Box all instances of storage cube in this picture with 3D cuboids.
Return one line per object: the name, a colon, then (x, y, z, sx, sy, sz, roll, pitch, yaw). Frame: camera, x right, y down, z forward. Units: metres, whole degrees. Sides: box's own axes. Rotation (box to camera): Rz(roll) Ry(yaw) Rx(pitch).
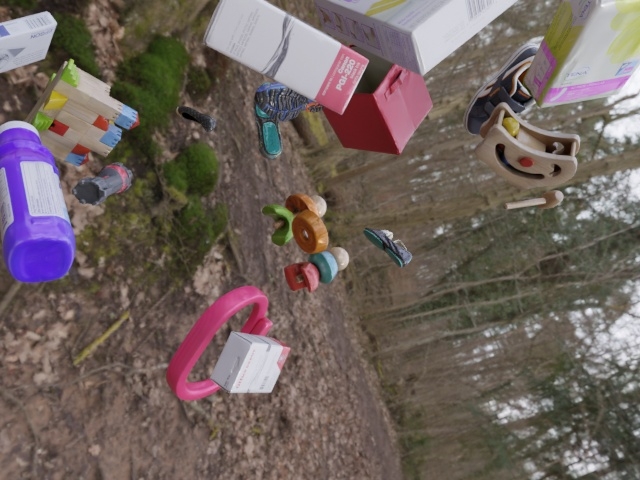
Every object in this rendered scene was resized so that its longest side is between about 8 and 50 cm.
storage cube: (0.132, -0.350, 1.323, 0.215, 0.183, 0.193, 15, -28, 41)

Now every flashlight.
flashlight: (-0.673, -0.174, 1.657, 0.103, 0.103, 0.304, 45, 10, -12)

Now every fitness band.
fitness band: (-0.216, 0.224, 1.170, 0.054, 0.290, 0.209, 40, 12, 28)

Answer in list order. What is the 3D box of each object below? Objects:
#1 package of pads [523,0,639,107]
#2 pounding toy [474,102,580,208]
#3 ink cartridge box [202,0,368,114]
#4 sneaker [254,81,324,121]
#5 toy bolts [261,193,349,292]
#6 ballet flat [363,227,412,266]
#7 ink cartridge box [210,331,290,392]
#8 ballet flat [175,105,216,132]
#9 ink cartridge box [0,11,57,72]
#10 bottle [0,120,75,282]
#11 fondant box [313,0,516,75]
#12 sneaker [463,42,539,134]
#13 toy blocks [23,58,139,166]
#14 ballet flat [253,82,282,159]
package of pads: (0.585, -0.423, 1.131, 0.296, 0.229, 0.101, 97, -20, -59)
pounding toy: (0.455, -0.160, 1.151, 0.270, 0.154, 0.154, 32, -30, -20)
ink cartridge box: (-0.053, -0.288, 0.798, 0.092, 0.218, 0.158, -62, -162, 20)
sneaker: (-0.069, -0.314, 1.157, 0.087, 0.221, 0.083, 38, -58, 21)
toy bolts: (0.000, 0.000, 1.266, 0.218, 0.158, 0.228, 7, -63, 53)
ballet flat: (0.236, 0.012, 1.839, 0.203, 0.074, 0.074, 44, -18, 31)
ink cartridge box: (-0.129, 0.230, 1.006, 0.056, 0.099, 0.135, 24, -3, 31)
ballet flat: (-0.407, -0.392, 1.720, 0.173, 0.049, 0.057, 25, -8, 29)
ink cartridge box: (-0.817, -0.486, 1.396, 0.224, 0.223, 0.045, -28, -79, 48)
bottle: (-0.450, -0.072, 0.827, 0.283, 0.092, 0.118, 59, -41, 33)
fondant box: (0.167, -0.470, 1.033, 0.330, 0.238, 0.096, 44, -10, 44)
sneaker: (0.567, -0.438, 1.639, 0.321, 0.126, 0.127, -55, -148, 33)
toy blocks: (-0.758, -0.376, 1.708, 0.261, 0.381, 0.190, 28, 39, -38)
ballet flat: (-0.130, -0.284, 1.294, 0.070, 0.070, 0.188, 91, -4, -79)
